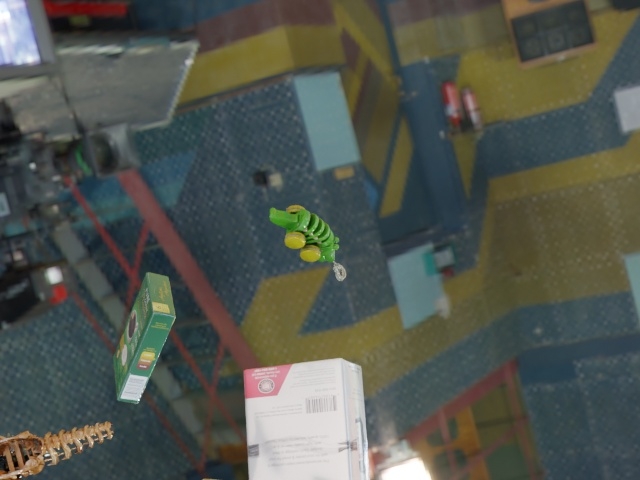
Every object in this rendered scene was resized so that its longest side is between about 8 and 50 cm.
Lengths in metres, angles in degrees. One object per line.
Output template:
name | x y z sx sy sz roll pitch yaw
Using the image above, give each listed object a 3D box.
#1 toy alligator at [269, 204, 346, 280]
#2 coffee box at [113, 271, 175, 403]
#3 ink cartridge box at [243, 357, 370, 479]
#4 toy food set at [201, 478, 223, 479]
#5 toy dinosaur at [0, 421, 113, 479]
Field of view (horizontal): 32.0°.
toy alligator | 0.000 0.000 1.568 0.051 0.056 0.190 -19 140 29
coffee box | -0.282 0.156 1.774 0.040 0.184 0.113 14 -152 -22
ink cartridge box | -0.018 0.288 1.593 0.159 0.217 0.092 -9 164 20
toy food set | -0.089 0.333 1.298 0.133 0.038 0.192 5 -153 -4
toy dinosaur | -0.424 0.319 1.434 0.322 0.164 0.218 -4 157 8
